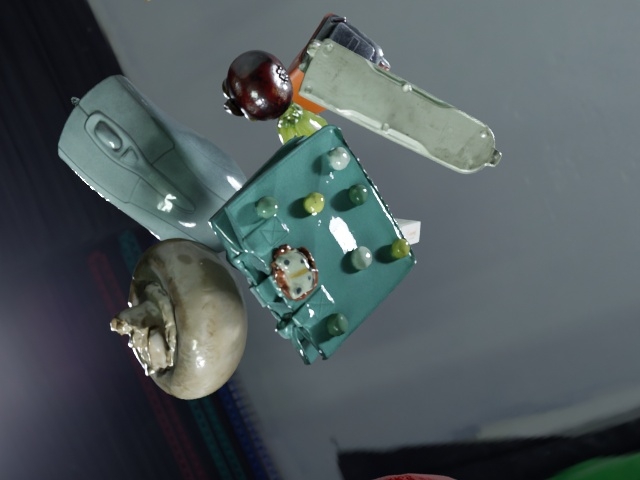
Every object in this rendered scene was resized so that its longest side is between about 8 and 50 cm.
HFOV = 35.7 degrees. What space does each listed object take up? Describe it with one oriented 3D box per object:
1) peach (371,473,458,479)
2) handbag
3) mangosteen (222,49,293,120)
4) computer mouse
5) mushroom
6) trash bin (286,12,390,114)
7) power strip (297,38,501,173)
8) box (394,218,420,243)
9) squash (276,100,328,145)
[{"bbox_3d":[0.130,0.466,1.239,0.281,0.338,0.281,-7,156,-3],"label":"peach"},{"bbox_3d":[0.004,-0.002,1.424,0.100,0.268,0.274,-17,-160,44],"label":"handbag"},{"bbox_3d":[-0.119,-0.270,1.781,0.140,0.140,0.140,-24,-177,1],"label":"mangosteen"},{"bbox_3d":[-0.279,-0.121,1.648,0.188,0.371,0.122,-51,179,6],"label":"computer mouse"},{"bbox_3d":[-0.202,0.110,1.386,0.178,0.226,0.226,-9,176,-26],"label":"mushroom"},{"bbox_3d":[0.020,-0.370,2.225,0.161,0.184,0.239,-61,-165,-23],"label":"trash bin"},{"bbox_3d":[0.102,-0.168,1.286,0.080,0.286,0.048,-63,178,4],"label":"power strip"},{"bbox_3d":[0.101,-0.020,1.880,0.152,0.048,0.100,10,-171,24],"label":"box"},{"bbox_3d":[-0.052,-0.227,1.955,0.105,0.105,0.132,-23,155,16],"label":"squash"}]
